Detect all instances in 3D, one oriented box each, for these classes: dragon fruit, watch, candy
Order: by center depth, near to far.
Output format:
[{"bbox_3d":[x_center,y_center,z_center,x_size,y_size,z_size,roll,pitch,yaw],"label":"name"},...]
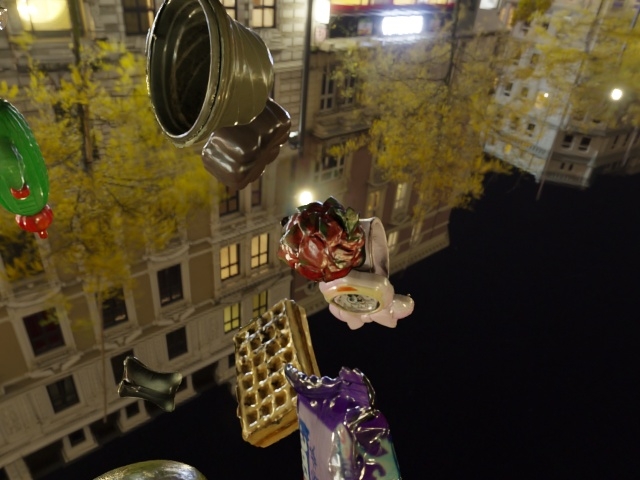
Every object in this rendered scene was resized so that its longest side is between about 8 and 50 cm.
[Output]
[{"bbox_3d":[0.028,0.239,0.435,0.070,0.275,0.145,-15,-176,-28],"label":"candy"},{"bbox_3d":[0.004,0.002,0.957,0.182,0.182,0.188,-2,-166,-11],"label":"dragon fruit"},{"bbox_3d":[0.111,0.067,1.140,0.211,0.248,0.217,-5,-124,23],"label":"watch"}]

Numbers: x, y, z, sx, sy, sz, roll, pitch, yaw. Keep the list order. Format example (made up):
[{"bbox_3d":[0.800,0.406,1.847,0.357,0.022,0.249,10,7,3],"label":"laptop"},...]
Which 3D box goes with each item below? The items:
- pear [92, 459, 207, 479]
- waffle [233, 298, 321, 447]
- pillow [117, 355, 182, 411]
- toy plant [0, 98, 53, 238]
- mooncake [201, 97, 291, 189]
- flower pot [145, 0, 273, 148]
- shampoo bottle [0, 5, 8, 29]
[{"bbox_3d":[-0.322,0.590,0.858,0.413,0.352,0.352,38,-157,-25],"label":"pear"},{"bbox_3d":[-0.131,0.379,1.422,0.114,0.261,0.376,36,-155,-37],"label":"waffle"},{"bbox_3d":[-0.374,0.314,1.044,0.136,0.055,0.091,16,-111,1],"label":"pillow"},{"bbox_3d":[-0.471,-0.110,0.734,0.088,0.240,0.154,-22,-103,-25],"label":"toy plant"},{"bbox_3d":[-0.228,-0.305,1.501,0.154,0.306,0.306,39,-141,5],"label":"mooncake"},{"bbox_3d":[-0.166,-0.263,0.754,0.141,0.235,0.235,-4,-150,-44],"label":"flower pot"},{"bbox_3d":[-0.565,-0.352,0.630,0.303,0.092,0.092,23,-147,-4],"label":"shampoo bottle"}]
